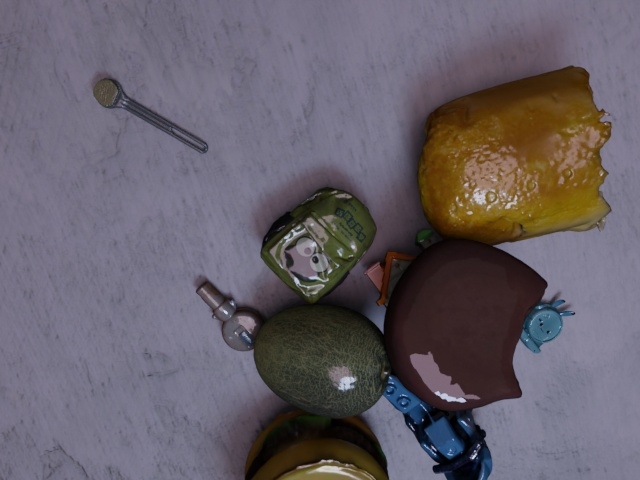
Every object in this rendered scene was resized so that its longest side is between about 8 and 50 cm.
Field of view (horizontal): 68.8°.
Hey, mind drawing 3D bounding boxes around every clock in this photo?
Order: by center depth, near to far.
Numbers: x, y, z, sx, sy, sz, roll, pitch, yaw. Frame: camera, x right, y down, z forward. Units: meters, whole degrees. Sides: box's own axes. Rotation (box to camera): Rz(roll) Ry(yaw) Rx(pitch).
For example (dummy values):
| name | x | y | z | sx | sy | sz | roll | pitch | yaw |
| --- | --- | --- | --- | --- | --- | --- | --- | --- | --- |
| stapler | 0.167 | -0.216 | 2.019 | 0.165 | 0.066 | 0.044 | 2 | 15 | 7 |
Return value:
| name | x | y | z | sx | sy | sz | roll | pitch | yaw |
| --- | --- | --- | --- | --- | --- | --- | --- | --- | --- |
| clock | 0.235 | 0.131 | 1.091 | 0.219 | 0.106 | 0.255 | -35 | 81 | -1 |
| clock | 0.569 | 0.208 | 1.191 | 0.147 | 0.045 | 0.108 | -41 | 104 | 6 |

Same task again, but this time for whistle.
| name | x | y | z | sx | sy | sz | roll | pitch | yaw |
| --- | --- | --- | --- | --- | --- | --- | --- | --- | --- |
| whistle | -0.214 | 0.188 | 1.132 | 0.107 | 0.057 | 0.220 | -39 | 101 | 7 |

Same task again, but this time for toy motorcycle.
| name | x | y | z | sx | sy | sz | roll | pitch | yaw |
| --- | --- | --- | --- | --- | --- | --- | --- | --- | --- |
| toy motorcycle | 0.285 | 0.433 | 1.133 | 0.172 | 0.232 | 0.416 | -40 | 103 | 18 |

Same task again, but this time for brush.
| name | x | y | z | sx | sy | sz | roll | pitch | yaw |
| --- | --- | --- | --- | --- | --- | --- | --- | --- | --- |
| brush | -0.367 | -0.266 | 1.023 | 0.265 | 0.027 | 0.062 | 29 | 101 | -10 |

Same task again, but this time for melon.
| name | x | y | z | sx | sy | sz | roll | pitch | yaw |
| --- | --- | --- | --- | --- | --- | --- | --- | --- | --- |
| melon | 0.001 | 0.263 | 1.051 | 0.328 | 0.248 | 0.249 | 7 | 107 | 32 |

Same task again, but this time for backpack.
| name | x | y | z | sx | sy | sz | roll | pitch | yaw |
| --- | --- | --- | --- | --- | --- | --- | --- | --- | --- |
| backpack | 0.000 | 0.000 | 1.060 | 0.253 | 0.140 | 0.207 | -43 | 102 | 1 |

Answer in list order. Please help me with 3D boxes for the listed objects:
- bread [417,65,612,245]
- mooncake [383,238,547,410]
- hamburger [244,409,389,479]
| name | x | y | z | sx | sy | sz | roll | pitch | yaw |
| --- | --- | --- | --- | --- | --- | --- | --- | --- | --- |
| bread | 0.401 | -0.145 | 0.985 | 0.393 | 0.250 | 0.362 | -14 | 104 | 1 |
| mooncake | 0.286 | 0.159 | 0.939 | 0.333 | 0.174 | 0.326 | -13 | 79 | -3 |
| hamburger | -0.009 | 0.622 | 1.139 | 0.394 | 0.277 | 0.397 | -1 | 101 | -4 |
